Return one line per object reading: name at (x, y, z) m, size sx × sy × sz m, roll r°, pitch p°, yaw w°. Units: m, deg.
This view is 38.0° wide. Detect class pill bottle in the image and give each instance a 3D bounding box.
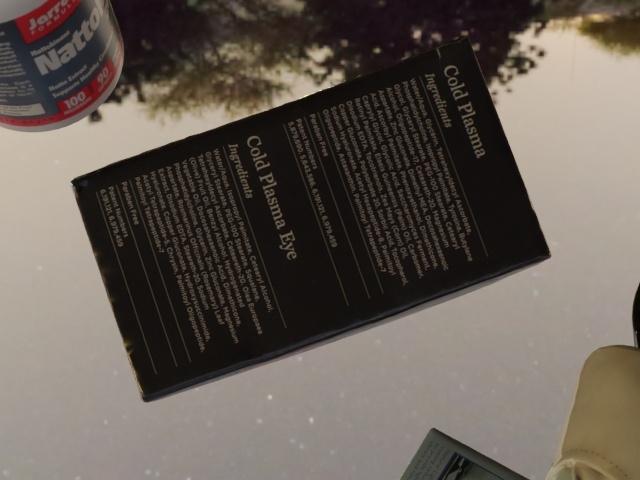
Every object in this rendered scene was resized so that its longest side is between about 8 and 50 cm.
pill bottle at (-0.178, -0.147, 0.515) m, size 0.108 × 0.108 × 0.180 m, roll 0°, pitch 158°, yaw 0°

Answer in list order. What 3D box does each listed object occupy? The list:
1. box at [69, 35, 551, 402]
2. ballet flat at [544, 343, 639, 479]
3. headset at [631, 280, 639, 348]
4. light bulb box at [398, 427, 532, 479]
box at (0.000, 0.000, 0.821) m, size 0.313 × 0.178 × 0.343 m, roll -21°, pitch 174°, yaw 2°
ballet flat at (0.187, 0.269, 0.579) m, size 0.139 × 0.400 × 0.139 m, roll -5°, pitch 176°, yaw 0°
headset at (0.356, 0.098, 0.621) m, size 0.243 × 0.185 × 0.394 m, roll -14°, pitch -139°, yaw 10°
light bulb box at (0.278, 0.434, 1.043) m, size 0.361 × 0.225 × 0.358 m, roll 21°, pitch 164°, yaw 47°
